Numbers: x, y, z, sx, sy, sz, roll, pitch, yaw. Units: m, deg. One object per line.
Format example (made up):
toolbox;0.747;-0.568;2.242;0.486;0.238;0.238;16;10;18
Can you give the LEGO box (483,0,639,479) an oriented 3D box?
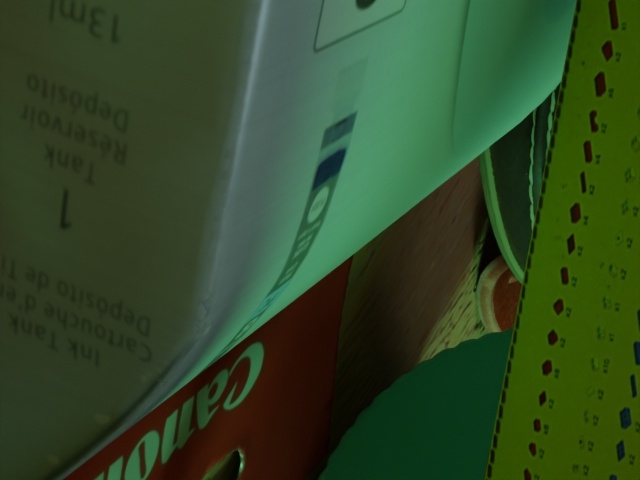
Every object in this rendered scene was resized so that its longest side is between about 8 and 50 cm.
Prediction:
LEGO box;0.259;0.025;0.503;0.372;0.193;0.500;11;91;-41

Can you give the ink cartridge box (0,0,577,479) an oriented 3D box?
ink cartridge box;0.000;0.000;0.502;0.308;0.091;0.385;-38;143;-56

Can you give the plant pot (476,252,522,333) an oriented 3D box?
plant pot;0.280;-0.014;0.953;0.265;0.272;0.272;-58;159;-23

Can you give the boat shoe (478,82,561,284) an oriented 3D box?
boat shoe;0.147;-0.125;0.610;0.123;0.123;0.342;-108;-150;-76

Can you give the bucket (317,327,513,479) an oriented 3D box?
bucket;0.121;0.184;0.737;0.281;0.281;0.183;-63;158;-15
